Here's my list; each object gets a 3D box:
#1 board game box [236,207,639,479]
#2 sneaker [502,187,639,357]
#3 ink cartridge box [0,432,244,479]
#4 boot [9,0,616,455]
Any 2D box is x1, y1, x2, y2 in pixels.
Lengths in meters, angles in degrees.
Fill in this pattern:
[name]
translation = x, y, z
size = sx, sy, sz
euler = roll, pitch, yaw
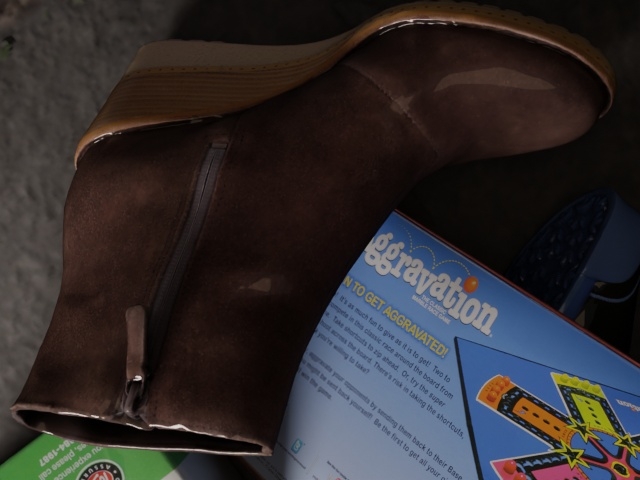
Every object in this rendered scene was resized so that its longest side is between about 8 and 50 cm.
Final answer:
[board game box]
translation = 0.069, 0.094, 0.543
size = 0.281, 0.027, 0.145
euler = 36, 97, 44
[sneaker]
translation = 0.106, 0.092, 0.609
size = 0.090, 0.081, 0.232
euler = 29, 91, -16
[ink cartridge box]
translation = -0.085, 0.186, 0.615
size = 0.153, 0.087, 0.208
euler = -38, 90, 5
[boot]
translation = 0.000, 0.000, 0.563
size = 0.248, 0.090, 0.206
euler = 0, 58, 17
